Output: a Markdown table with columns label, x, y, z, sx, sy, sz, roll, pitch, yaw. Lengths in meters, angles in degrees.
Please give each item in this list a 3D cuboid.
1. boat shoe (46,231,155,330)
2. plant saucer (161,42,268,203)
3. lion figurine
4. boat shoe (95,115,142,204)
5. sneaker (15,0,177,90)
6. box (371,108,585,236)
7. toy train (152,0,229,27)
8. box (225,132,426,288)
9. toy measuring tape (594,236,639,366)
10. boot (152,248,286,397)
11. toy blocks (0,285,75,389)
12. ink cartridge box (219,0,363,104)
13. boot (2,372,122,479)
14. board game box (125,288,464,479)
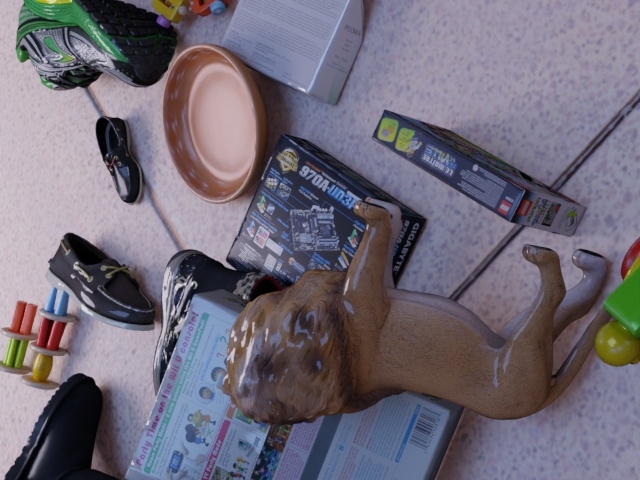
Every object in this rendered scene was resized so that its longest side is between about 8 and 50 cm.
| label | x | y | z | sx | sy | sz | roll | pitch | yaw |
| --- | --- | --- | --- | --- | --- | --- | --- | --- | --- |
| boat shoe | -0.290 | 0.055 | 1.815 | 0.227 | 0.081 | 0.069 | 27 | 105 | 44 |
| plant saucer | -0.127 | -0.147 | 1.702 | 0.200 | 0.037 | 0.200 | 17 | 113 | 46 |
| lion figurine | 0.110 | 0.098 | 1.321 | 0.392 | 0.142 | 0.240 | 14 | 97 | 4 |
| boat shoe | -0.277 | -0.109 | 1.859 | 0.049 | 0.042 | 0.133 | -30 | 65 | 32 |
| sneaker | -0.311 | -0.263 | 1.875 | 0.343 | 0.134 | 0.146 | 31 | 110 | 50 |
| box | 0.161 | -0.070 | 1.409 | 0.207 | 0.114 | 0.036 | 35 | 106 | 39 |
| toy train | -0.170 | -0.346 | 1.805 | 0.125 | 0.046 | 0.166 | -34 | 61 | 25 |
| box | 0.000 | 0.000 | 1.583 | 0.220 | 0.051 | 0.175 | 36 | 107 | 40 |
| toy measuring tape | 0.377 | -0.001 | 1.236 | 0.330 | 0.121 | 0.121 | -44 | 53 | 1 |
| boot | -0.116 | 0.135 | 1.612 | 0.178 | 0.085 | 0.236 | 8 | 99 | 51 |
| toy blocks | -0.399 | 0.122 | 1.920 | 0.123 | 0.054 | 0.148 | 19 | 96 | 42 |
| ink cartridge box | -0.012 | -0.298 | 1.652 | 0.181 | 0.056 | 0.225 | 30 | 98 | 41 |
| boot | -0.285 | 0.308 | 1.758 | 0.207 | 0.094 | 0.246 | 18 | 57 | 18 |
| board game box | -0.028 | 0.212 | 1.462 | 0.303 | 0.097 | 0.224 | 24 | 99 | 14 |
